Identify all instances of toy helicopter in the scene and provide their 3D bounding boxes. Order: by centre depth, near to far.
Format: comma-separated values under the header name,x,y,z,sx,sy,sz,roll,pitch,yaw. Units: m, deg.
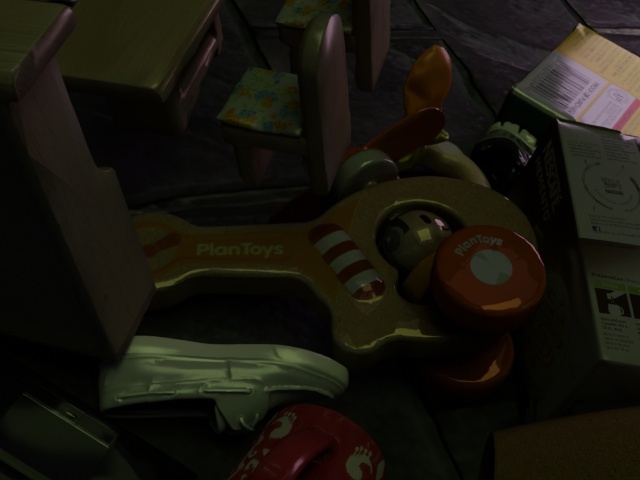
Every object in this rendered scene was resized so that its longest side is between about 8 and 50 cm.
name,x,y,z,sx,sy,sz,roll,pitch,yaw
toy helicopter,0.000,0.000,0.765,0.355,0.140,0.235,0,54,-3

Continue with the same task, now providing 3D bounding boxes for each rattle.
name,x,y,z,sx,sy,sz,roll,pitch,yaw
rattle,0.131,-0.059,0.861,0.130,0.142,0.199,19,35,-28

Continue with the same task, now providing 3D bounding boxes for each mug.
name,x,y,z,sx,sy,sz,roll,pitch,yaw
mug,-0.019,0.184,0.572,0.113,0.150,0.169,43,41,-4

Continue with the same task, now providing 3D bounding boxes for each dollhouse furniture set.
name,x,y,z,sx,sy,sz,roll,pitch,yaw
dollhouse furniture set,-0.169,-0.154,0.690,0.362,0.256,0.394,10,51,14

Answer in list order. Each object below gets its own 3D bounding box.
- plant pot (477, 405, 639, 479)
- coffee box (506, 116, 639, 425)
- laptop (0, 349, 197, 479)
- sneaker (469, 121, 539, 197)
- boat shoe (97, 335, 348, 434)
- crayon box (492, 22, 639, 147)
name,x,y,z,sx,sy,sz,roll,pitch,yaw
plant pot,0.232,0.200,0.606,0.254,0.237,0.237,9,44,6
coffee box,0.229,0.036,0.782,0.098,0.141,0.246,10,52,-10
laptop,-0.216,0.152,0.514,0.234,0.136,0.264,33,49,1
sneaker,0.220,-0.057,0.940,0.170,0.063,0.075,39,47,25
boat shoe,-0.070,0.111,0.678,0.184,0.066,0.063,9,59,-14
crayon box,0.368,-0.096,1.015,0.319,0.081,0.202,35,47,15
